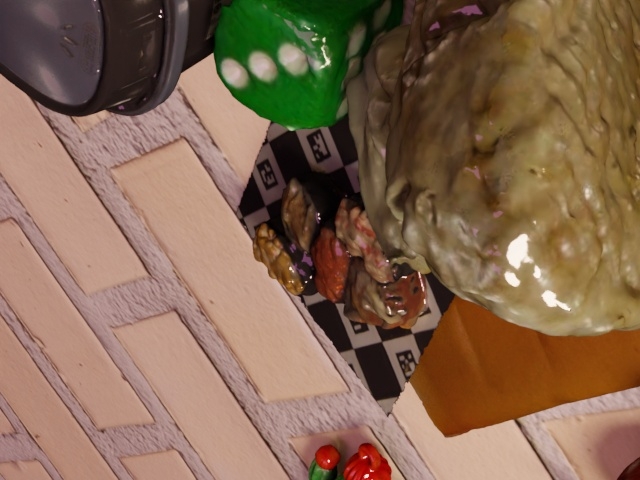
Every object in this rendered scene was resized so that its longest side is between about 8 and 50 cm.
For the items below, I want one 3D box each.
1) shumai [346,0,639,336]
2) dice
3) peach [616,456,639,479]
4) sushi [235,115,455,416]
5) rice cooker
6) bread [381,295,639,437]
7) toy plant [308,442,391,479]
[{"bbox_3d":[0.110,-0.062,0.957,0.288,0.330,0.292,-12,138,39],"label":"shumai"},{"bbox_3d":[-0.008,-0.179,1.133,0.120,0.131,0.128,31,140,18],"label":"dice"},{"bbox_3d":[0.348,0.250,1.198,0.172,0.092,0.127,14,140,26],"label":"peach"},{"bbox_3d":[0.000,0.000,1.283,0.292,0.059,0.294,54,147,24],"label":"sushi"},{"bbox_3d":[-0.184,-0.252,1.166,0.267,0.224,0.267,26,137,28],"label":"rice cooker"},{"bbox_3d":[0.203,0.076,1.183,0.361,0.077,0.138,-27,91,53],"label":"bread"},{"bbox_3d":[0.039,0.322,1.584,0.154,0.088,0.240,23,132,52],"label":"toy plant"}]
